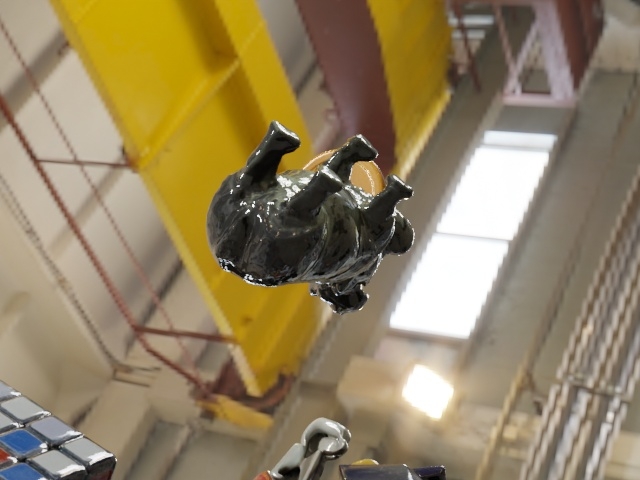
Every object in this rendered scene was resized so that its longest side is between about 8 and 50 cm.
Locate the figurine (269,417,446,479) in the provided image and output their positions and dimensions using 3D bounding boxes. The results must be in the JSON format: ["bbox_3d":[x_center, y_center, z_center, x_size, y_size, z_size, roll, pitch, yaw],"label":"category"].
[{"bbox_3d":[0.017,0.328,1.335,0.143,0.308,0.308,81,-155,-70],"label":"figurine"}]

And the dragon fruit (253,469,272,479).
[{"bbox_3d":[-0.056,0.452,1.782,0.148,0.224,0.218,-41,-59,-7],"label":"dragon fruit"}]

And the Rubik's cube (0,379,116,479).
[{"bbox_3d":[-0.468,0.353,1.516,0.293,0.287,0.292,-13,-54,-58],"label":"Rubik's cube"}]

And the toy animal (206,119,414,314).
[{"bbox_3d":[0.014,-0.011,1.207,0.168,0.106,0.343,-45,-22,7],"label":"toy animal"}]

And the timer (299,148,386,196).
[{"bbox_3d":[0.041,-0.037,1.695,0.152,0.132,0.132,48,-126,-65],"label":"timer"}]
